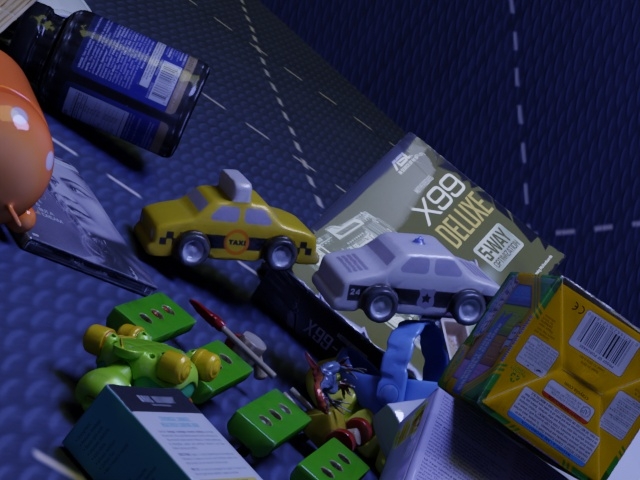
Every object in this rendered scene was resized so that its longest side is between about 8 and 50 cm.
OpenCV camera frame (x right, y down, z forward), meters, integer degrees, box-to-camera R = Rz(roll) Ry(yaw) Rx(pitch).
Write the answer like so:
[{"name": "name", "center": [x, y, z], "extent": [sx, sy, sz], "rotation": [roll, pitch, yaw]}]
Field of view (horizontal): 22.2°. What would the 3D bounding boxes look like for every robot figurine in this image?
[{"name": "robot figurine", "center": [-0.300, -0.091, 1.411], "extent": [0.128, 0.158, 0.219], "rotation": [8, 25, -24]}]

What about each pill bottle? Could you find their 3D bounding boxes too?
[{"name": "pill bottle", "center": [-0.249, -0.191, 1.882], "extent": [0.219, 0.123, 0.123], "rotation": [24, 14, -7]}]

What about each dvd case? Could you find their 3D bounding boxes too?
[{"name": "dvd case", "center": [-0.263, -0.038, 1.576], "extent": [0.164, 0.018, 0.221], "rotation": [25, 18, -46]}]

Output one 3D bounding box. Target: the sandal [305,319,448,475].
[{"name": "sandal", "center": [0.124, 0.193, 1.577], "extent": [0.317, 0.138, 0.126], "rotation": [46, 11, 23]}]

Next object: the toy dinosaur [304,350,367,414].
[{"name": "toy dinosaur", "center": [0.003, 0.134, 1.484], "extent": [0.090, 0.047, 0.082], "rotation": [7, 7, 30]}]

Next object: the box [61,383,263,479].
[{"name": "box", "center": [-0.069, 0.205, 1.154], "extent": [0.244, 0.060, 0.100], "rotation": [44, 13, 25]}]

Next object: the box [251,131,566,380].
[{"name": "box", "center": [0.106, 0.041, 1.853], "extent": [0.242, 0.076, 0.307], "rotation": [40, 47, 7]}]

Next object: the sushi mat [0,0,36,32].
[{"name": "sushi mat", "center": [-0.410, -0.253, 1.716], "extent": [0.151, 0.019, 0.316], "rotation": [38, 30, -7]}]

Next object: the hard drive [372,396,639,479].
[{"name": "hard drive", "center": [0.209, 0.228, 1.503], "extent": [0.307, 0.040, 0.203], "rotation": [-3, 61, -38]}]

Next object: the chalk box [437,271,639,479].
[{"name": "chalk box", "center": [0.197, 0.116, 1.429], "extent": [0.132, 0.132, 0.213], "rotation": [34, -5, -6]}]

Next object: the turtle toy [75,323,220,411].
[{"name": "turtle toy", "center": [-0.144, 0.108, 1.272], "extent": [0.095, 0.066, 0.130], "rotation": [17, 6, 24]}]

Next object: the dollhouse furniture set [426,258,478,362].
[{"name": "dollhouse furniture set", "center": [0.172, 0.080, 1.745], "extent": [0.091, 0.081, 0.114], "rotation": [7, 52, -23]}]

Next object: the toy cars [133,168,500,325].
[{"name": "toy cars", "center": [0.000, 0.000, 1.653], "extent": [0.393, 0.087, 0.176], "rotation": [16, 18, 20]}]

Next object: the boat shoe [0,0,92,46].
[{"name": "boat shoe", "center": [-0.394, -0.284, 1.925], "extent": [0.305, 0.091, 0.109], "rotation": [16, 37, -58]}]

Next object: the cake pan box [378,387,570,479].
[{"name": "cake pan box", "center": [0.157, 0.279, 1.327], "extent": [0.267, 0.070, 0.246], "rotation": [36, 37, -8]}]

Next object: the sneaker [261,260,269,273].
[{"name": "sneaker", "center": [0.023, 0.011, 1.946], "extent": [0.086, 0.132, 0.228], "rotation": [43, 13, 22]}]

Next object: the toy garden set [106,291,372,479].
[{"name": "toy garden set", "center": [-0.065, 0.141, 1.439], "extent": [0.244, 0.049, 0.204], "rotation": [40, 14, 9]}]
